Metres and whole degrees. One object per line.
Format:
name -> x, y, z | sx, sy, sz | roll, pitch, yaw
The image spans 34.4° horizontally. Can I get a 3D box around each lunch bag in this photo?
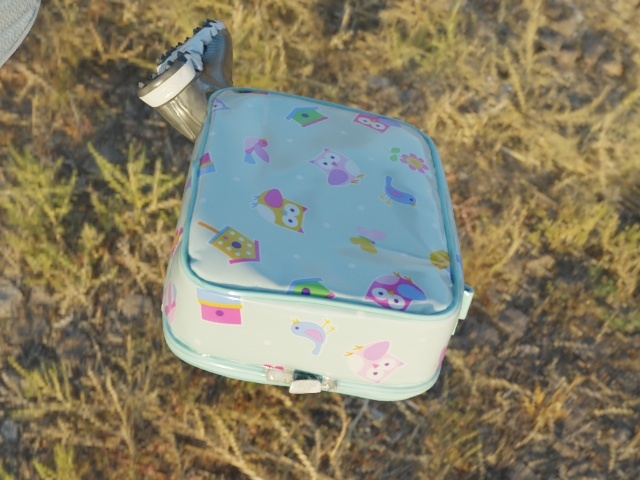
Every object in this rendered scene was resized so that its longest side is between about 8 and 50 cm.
lunch bag -> 0.000, 0.000, 0.804 | 0.224, 0.108, 0.279 | 12, 38, -9

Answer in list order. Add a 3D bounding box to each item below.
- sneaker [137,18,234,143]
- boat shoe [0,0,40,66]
sneaker -> -0.121, -0.160, 1.084 | 0.106, 0.078, 0.234 | 52, 19, -17
boat shoe -> -0.221, -0.092, 0.459 | 0.075, 0.083, 0.226 | 20, 38, 18
